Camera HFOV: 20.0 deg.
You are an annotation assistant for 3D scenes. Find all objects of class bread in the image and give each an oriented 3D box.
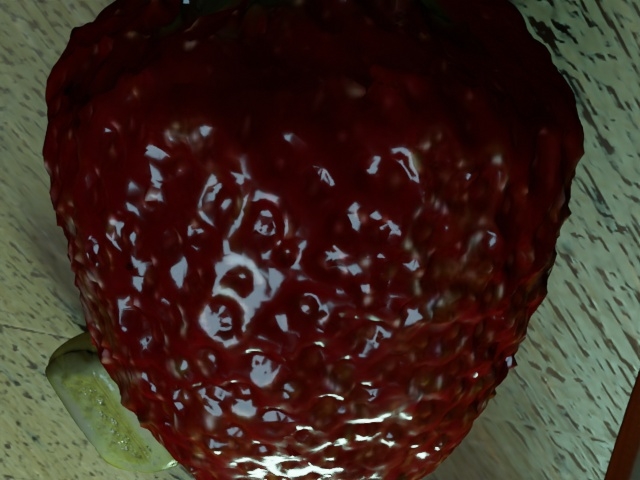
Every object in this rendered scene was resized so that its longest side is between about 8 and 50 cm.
[{"bbox_3d":[-0.133,0.105,1.247,0.082,0.056,0.115,-12,121,38],"label":"bread"}]

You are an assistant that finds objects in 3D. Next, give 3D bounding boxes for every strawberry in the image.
[{"bbox_3d":[0.000,0.000,0.864,0.257,0.257,0.277,3,106,26],"label":"strawberry"}]

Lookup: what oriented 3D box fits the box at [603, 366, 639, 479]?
[{"bbox_3d":[0.308,0.126,0.810,0.349,0.318,0.257,16,140,12],"label":"box"}]
